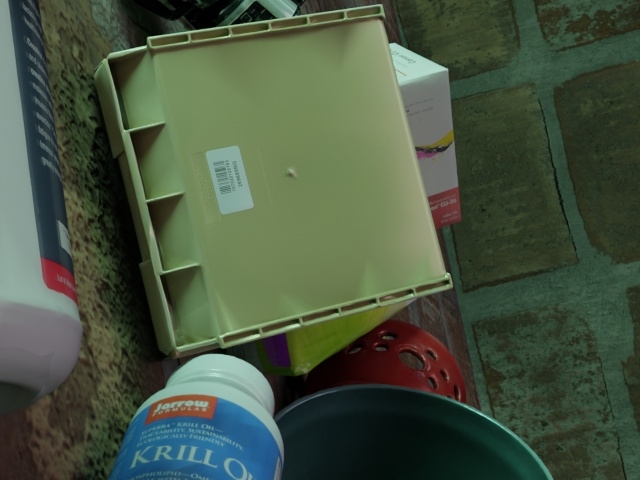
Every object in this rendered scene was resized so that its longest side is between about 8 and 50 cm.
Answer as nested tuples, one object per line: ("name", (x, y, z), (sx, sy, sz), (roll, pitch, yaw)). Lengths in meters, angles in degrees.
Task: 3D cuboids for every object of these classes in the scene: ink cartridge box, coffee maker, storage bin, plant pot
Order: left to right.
("coffee maker", (-0.105, -0.277, 1.189), (0.178, 0.120, 0.171), (44, 35, -21))
("storage bin", (-0.046, -0.049, 1.035), (0.123, 0.260, 0.262), (-17, -94, 67))
("plant pot", (0.061, 0.209, 1.358), (0.174, 0.191, 0.191), (-54, 129, -62))
("plant pot", (0.067, 0.305, 1.146), (0.293, 0.293, 0.196), (-79, 179, -61))
("ink cartridge box", (0.075, -0.117, 1.149), (0.115, 0.067, 0.198), (-138, -145, -57))

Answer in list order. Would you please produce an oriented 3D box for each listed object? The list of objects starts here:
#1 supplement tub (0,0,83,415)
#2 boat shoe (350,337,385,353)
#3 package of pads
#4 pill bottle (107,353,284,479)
("supplement tub", (-0.208, -0.059, 0.486), (0.191, 0.191, 0.272), (36, 42, -70))
("boat shoe", (-0.002, 0.054, 1.450), (0.285, 0.089, 0.105), (57, 23, -53))
("package of pads", (0.000, 0.000, 1.259), (0.296, 0.101, 0.229), (-28, 112, -55))
("pill bottle", (-0.092, 0.181, 0.866), (0.221, 0.124, 0.124), (-82, 154, -61))
